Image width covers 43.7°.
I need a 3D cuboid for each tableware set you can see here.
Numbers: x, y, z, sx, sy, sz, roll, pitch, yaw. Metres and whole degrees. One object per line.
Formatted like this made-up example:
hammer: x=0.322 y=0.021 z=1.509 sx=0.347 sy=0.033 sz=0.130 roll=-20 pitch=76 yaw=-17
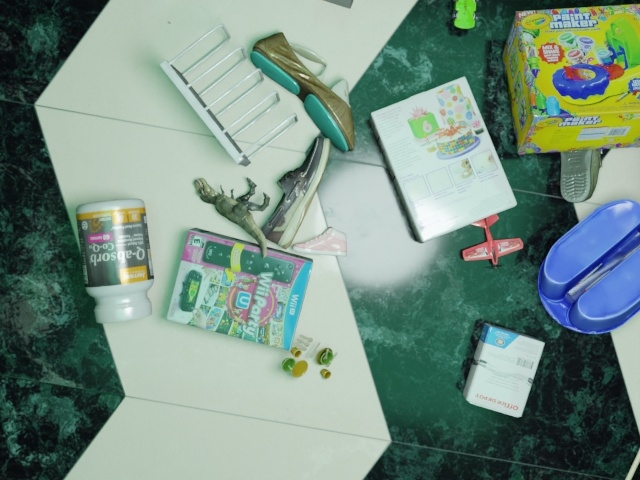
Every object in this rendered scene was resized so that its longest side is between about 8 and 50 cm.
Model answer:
tableware set: x=-0.023 y=0.292 z=1.910 sx=0.154 sy=0.024 sz=0.104 roll=34 pitch=91 yaw=-43

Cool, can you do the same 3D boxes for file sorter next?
file sorter: x=-0.203 y=-0.334 z=1.841 sx=0.173 sy=0.193 sz=0.277 roll=-38 pitch=92 yaw=2

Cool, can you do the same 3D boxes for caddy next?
caddy: x=0.677 y=0.064 z=1.881 sx=0.341 sy=0.179 sz=0.241 roll=-39 pitch=70 yaw=1

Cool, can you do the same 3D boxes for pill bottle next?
pill bottle: x=-0.477 y=0.046 z=1.871 sx=0.162 sy=0.162 sz=0.278 roll=-7 pitch=92 yaw=0

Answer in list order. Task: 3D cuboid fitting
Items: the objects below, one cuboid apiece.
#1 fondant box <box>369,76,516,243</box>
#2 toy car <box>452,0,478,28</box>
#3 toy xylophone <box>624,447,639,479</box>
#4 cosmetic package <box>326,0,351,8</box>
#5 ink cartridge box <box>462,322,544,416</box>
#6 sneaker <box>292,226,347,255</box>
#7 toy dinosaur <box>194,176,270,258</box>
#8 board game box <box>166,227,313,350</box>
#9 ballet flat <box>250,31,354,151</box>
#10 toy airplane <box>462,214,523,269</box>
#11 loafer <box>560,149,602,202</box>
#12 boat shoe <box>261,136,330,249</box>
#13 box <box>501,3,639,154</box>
fondant box: x=0.286 y=-0.187 z=1.890 sx=0.238 sy=0.096 sz=0.330 roll=-21 pitch=88 yaw=0
toy car: x=0.346 y=-0.616 z=1.908 sx=0.239 sy=0.053 sz=0.224 roll=4 pitch=93 yaw=0
toy xylophone: x=0.852 y=0.576 z=1.947 sx=0.236 sy=0.081 sz=0.322 roll=28 pitch=92 yaw=-2
cosmetic package: x=0.047 y=-0.624 z=1.813 sx=0.107 sy=0.238 sz=0.127 roll=19 pitch=95 yaw=1
ink cartridge box: x=0.441 y=0.312 z=1.931 sx=0.140 sy=0.082 sz=0.190 roll=17 pitch=93 yaw=-1
sneaker: x=0.000 y=0.000 z=1.931 sx=0.134 sy=0.051 sz=0.070 roll=4 pitch=91 yaw=-4
toy dinosaur: x=-0.181 y=-0.080 z=1.899 sx=0.268 sy=0.064 sz=0.118 roll=42 pitch=89 yaw=23
board game box: x=-0.190 y=0.115 z=1.911 sx=0.304 sy=0.097 sz=0.223 roll=14 pitch=92 yaw=-2
ballet flat: x=-0.013 y=-0.367 z=1.898 sx=0.342 sy=0.116 sz=0.124 roll=44 pitch=74 yaw=2
toy airplane: x=0.411 y=-0.002 z=1.945 sx=0.151 sy=0.028 sz=0.151 roll=0 pitch=92 yaw=-2
loafer: x=0.629 y=-0.207 z=1.921 sx=0.094 sy=0.087 sz=0.251 roll=6 pitch=82 yaw=37
boat shoe: x=-0.060 y=-0.122 z=1.900 sx=0.092 sy=0.103 sz=0.285 roll=22 pitch=98 yaw=-6
box: x=0.588 y=-0.364 z=1.813 sx=0.290 sy=0.177 sz=0.279 roll=-4 pitch=68 yaw=0
